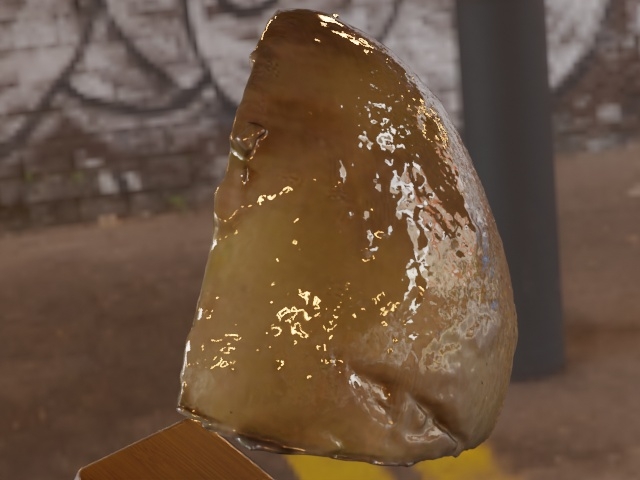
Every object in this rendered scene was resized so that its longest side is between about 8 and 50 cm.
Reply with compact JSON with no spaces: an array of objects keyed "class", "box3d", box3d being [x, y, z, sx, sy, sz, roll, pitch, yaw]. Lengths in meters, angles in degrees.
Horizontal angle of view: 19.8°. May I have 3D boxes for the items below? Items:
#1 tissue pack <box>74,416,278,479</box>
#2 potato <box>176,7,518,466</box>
[{"class":"tissue pack","box3d":[-0.068,0.265,1.291,0.246,0.136,0.159,37,26,17]},{"class":"potato","box3d":[0.036,-0.004,1.149,0.189,0.264,0.211,10,6,8]}]
